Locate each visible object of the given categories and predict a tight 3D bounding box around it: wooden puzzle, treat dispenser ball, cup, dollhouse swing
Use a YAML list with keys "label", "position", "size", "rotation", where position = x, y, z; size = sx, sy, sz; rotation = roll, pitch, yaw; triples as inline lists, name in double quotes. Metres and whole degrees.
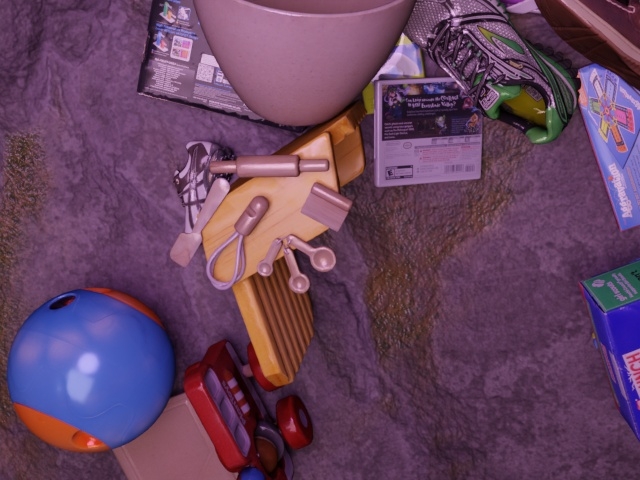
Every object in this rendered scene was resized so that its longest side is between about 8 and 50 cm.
- label: "wooden puzzle"
  position: [-0.289, 0.415, 1.685]
  size: [0.238, 0.044, 0.221]
  rotation: [-21, 102, 18]
- label: "treat dispenser ball"
  position: [-0.401, 0.227, 1.516]
  size: [0.288, 0.288, 0.288]
  rotation: [2, 106, 8]
- label: "cup"
  position: [-0.030, -0.311, 1.255]
  size: [0.331, 0.331, 0.237]
  rotation: [12, 135, 5]
- label: "dollhouse swing"
  position: [0.000, 0.000, 1.360]
  size: [0.315, 0.347, 0.305]
  rotation: [-31, 98, 15]

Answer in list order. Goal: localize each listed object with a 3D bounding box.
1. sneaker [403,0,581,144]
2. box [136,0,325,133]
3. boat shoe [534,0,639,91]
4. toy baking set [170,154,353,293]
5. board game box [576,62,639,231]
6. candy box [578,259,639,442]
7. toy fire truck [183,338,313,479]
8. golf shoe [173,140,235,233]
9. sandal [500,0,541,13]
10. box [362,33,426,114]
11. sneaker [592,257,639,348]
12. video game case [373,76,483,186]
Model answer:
- label: "sneaker"
  position: [0.254, -0.279, 1.315]
  size: [0.343, 0.146, 0.134]
  rotation: [32, 136, -8]
- label: "box"
  position: [-0.134, -0.354, 1.425]
  size: [0.295, 0.073, 0.293]
  rotation: [14, 105, 2]
- label: "boat shoe"
  position: [0.477, -0.317, 1.293]
  size: [0.342, 0.123, 0.123]
  rotation: [30, 93, -11]
- label: "toy baking set"
  position: [-0.085, -0.022, 1.170]
  size: [0.256, 0.030, 0.197]
  rotation: [4, 106, 7]
- label: "board game box"
  position: [0.517, -0.168, 1.405]
  size: [0.145, 0.027, 0.281]
  rotation: [-19, 102, 11]
- label: "candy box"
  position: [0.613, 0.145, 1.386]
  size: [0.317, 0.122, 0.268]
  rotation: [-21, 112, 3]
- label: "toy fire truck"
  position: [-0.138, 0.328, 1.520]
  size: [0.169, 0.254, 0.302]
  rotation: [-22, 101, 12]
- label: "golf shoe"
  position: [-0.219, -0.082, 1.522]
  size: [0.093, 0.077, 0.198]
  rotation: [21, 101, 14]
- label: "sandal"
  position: [0.318, -0.423, 1.317]
  size: [0.416, 0.102, 0.169]
  rotation: [-3, 108, 13]
- label: "box"
  position: [0.113, -0.306, 1.419]
  size: [0.109, 0.042, 0.178]
  rotation: [-8, 105, 10]
- label: "sneaker"
  position: [0.534, 0.110, 1.469]
  size: [0.078, 0.067, 0.188]
  rotation: [17, 107, -18]
- label: "video game case"
  position: [0.178, -0.180, 1.415]
  size: [0.190, 0.022, 0.173]
  rotation: [-6, 107, -16]
